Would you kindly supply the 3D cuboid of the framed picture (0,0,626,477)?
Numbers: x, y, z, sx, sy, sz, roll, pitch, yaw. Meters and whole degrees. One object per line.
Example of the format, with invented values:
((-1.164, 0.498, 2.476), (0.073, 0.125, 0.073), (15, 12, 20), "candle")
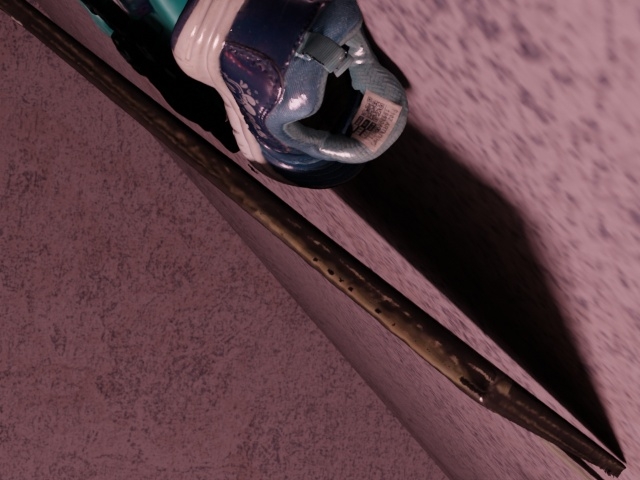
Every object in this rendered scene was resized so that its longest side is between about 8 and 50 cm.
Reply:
((0.000, 0.000, 0.513), (0.338, 0.014, 0.255), (39, -178, 33), "framed picture")

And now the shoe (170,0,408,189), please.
((-0.001, -0.056, 0.366), (0.071, 0.064, 0.143), (29, 171, 20), "shoe")

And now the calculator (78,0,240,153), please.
((-0.110, -0.154, 0.526), (0.274, 0.058, 0.248), (42, 172, 42), "calculator")

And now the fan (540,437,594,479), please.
((0.243, 0.217, 0.508), (0.233, 0.012, 0.414), (54, 172, -33), "fan")
